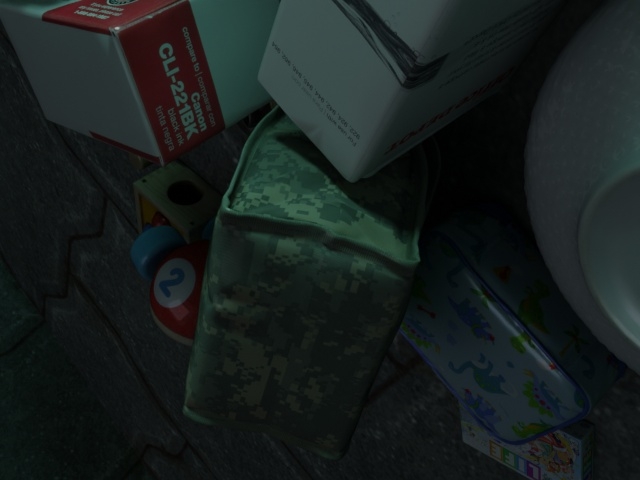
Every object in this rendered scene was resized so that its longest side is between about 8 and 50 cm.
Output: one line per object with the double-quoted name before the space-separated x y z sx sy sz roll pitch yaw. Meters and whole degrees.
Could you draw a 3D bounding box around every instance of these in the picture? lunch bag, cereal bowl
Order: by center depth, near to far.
"cereal bowl" 0.264 -0.009 0.472 0.339 0.141 0.339 35 144 31
"lunch bag" 0.000 0.000 0.676 0.168 0.287 0.235 16 128 -1
"lunch bag" 0.162 0.082 0.738 0.219 0.090 0.176 49 147 10

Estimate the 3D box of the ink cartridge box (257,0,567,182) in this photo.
"ink cartridge box" 0.091 -0.188 0.481 0.115 0.198 0.273 48 147 12

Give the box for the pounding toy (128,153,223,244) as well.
"pounding toy" -0.229 -0.062 1.124 0.206 0.094 0.181 38 145 25

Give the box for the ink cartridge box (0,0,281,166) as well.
"ink cartridge box" -0.099 -0.195 0.662 0.197 0.273 0.114 23 140 41

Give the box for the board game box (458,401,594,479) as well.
"board game box" 0.221 0.211 0.838 0.154 0.026 0.104 22 135 42

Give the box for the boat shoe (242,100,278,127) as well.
"boat shoe" -0.095 -0.199 0.860 0.056 0.049 0.152 -16 105 57

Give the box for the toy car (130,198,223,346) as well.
"toy car" -0.093 0.003 0.926 0.219 0.210 0.238 49 137 31
